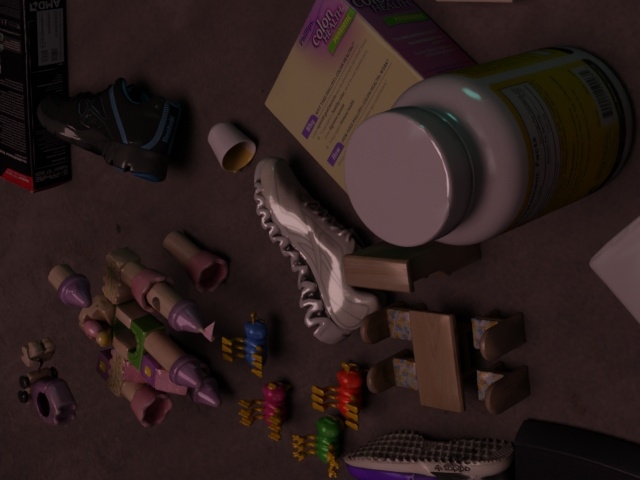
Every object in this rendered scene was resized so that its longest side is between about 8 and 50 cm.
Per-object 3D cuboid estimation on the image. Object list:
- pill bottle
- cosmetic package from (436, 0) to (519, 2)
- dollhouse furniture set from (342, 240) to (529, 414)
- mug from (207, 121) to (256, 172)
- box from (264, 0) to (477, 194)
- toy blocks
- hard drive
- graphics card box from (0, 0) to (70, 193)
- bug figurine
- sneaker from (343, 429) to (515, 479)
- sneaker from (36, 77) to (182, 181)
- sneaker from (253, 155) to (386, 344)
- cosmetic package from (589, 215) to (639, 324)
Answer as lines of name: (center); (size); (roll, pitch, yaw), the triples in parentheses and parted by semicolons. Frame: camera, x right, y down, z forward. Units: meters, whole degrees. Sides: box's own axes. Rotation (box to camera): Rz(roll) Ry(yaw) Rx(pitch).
pill bottle: (0.187, -0.102, 1.288); (0.188, 0.334, 0.187); (18, 116, 40)
cosmetic package: (0.196, -0.321, 1.410); (0.115, 0.041, 0.060); (13, 114, 41)
dollhouse furniture set: (0.136, 0.118, 1.543); (0.212, 0.161, 0.242); (4, 108, 43)
mug: (-0.146, -0.145, 1.797); (0.064, 0.062, 0.078); (51, 127, 29)
box: (0.076, -0.188, 1.522); (0.243, 0.117, 0.213); (48, 132, 20)
toy blocks: (-0.280, 0.184, 1.866); (0.260, 0.309, 0.288); (38, 129, 36)
hard drive: (0.359, 0.337, 1.484); (0.255, 0.054, 0.172); (11, 112, 42)
graphics card box: (-0.567, -0.297, 2.127); (0.233, 0.094, 0.370); (22, 120, 38)
bug figurine: (-0.032, 0.240, 1.818); (0.279, 0.072, 0.216); (25, 126, 32)
sneaker: (0.155, 0.361, 1.657); (0.293, 0.102, 0.146); (-4, 103, 45)
sneaker: (-0.350, -0.205, 1.958); (0.341, 0.125, 0.139); (25, 93, 40)
sneaker: (0.000, 0.000, 1.690); (0.118, 0.110, 0.292); (-30, 82, 28)
cosmetic package: (0.526, 0.031, 0.991); (0.393, 0.329, 0.327); (51, 132, 10)
